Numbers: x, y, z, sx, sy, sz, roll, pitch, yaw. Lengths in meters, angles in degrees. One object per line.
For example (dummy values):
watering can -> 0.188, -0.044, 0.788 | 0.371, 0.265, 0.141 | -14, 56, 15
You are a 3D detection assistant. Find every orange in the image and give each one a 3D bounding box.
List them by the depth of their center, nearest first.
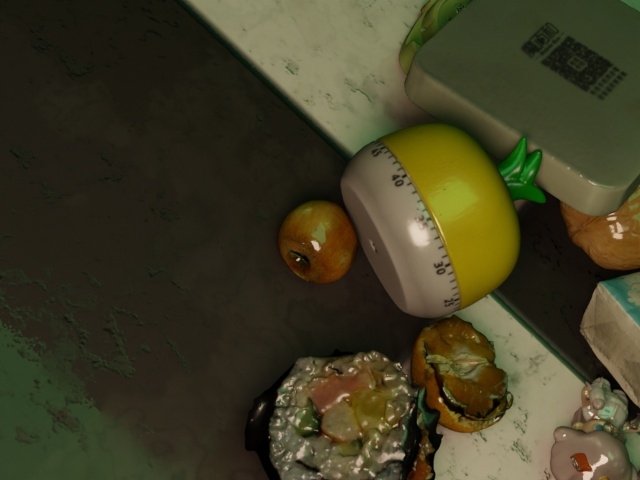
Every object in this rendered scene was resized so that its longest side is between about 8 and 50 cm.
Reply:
orange -> 0.186, 0.192, 1.805 | 0.160, 0.112, 0.170 | 41, 30, 8

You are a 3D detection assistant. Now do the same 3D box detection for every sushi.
sushi -> 0.047, 0.265, 1.677 | 0.225, 0.218, 0.239 | 27, 84, 29

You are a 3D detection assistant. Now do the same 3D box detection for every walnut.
walnut -> 0.469, -0.053, 1.993 | 0.225, 0.193, 0.193 | -32, 83, -33

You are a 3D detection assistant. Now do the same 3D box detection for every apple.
apple -> 0.000, 0.000, 1.815 | 0.114, 0.099, 0.102 | 43, 56, 3

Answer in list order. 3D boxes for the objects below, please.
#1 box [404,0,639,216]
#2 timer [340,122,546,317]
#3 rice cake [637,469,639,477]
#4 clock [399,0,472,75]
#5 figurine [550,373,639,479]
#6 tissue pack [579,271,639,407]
box -> 0.359, -0.239, 1.955 | 0.373, 0.090, 0.367 | 35, 54, 17
timer -> 0.190, -0.048, 1.795 | 0.285, 0.285, 0.285 | 9, 65, -20
rice cake -> 0.557, 0.307, 1.956 | 0.080, 0.042, 0.221 | 47, 59, 7
clock -> 0.229, -0.323, 2.071 | 0.170, 0.069, 0.232 | 28, 60, -10
figurine -> 0.389, 0.290, 1.856 | 0.137, 0.112, 0.229 | 37, 45, -14
tissue pack -> 0.546, 0.135, 1.953 | 0.271, 0.124, 0.201 | -11, 51, -27
